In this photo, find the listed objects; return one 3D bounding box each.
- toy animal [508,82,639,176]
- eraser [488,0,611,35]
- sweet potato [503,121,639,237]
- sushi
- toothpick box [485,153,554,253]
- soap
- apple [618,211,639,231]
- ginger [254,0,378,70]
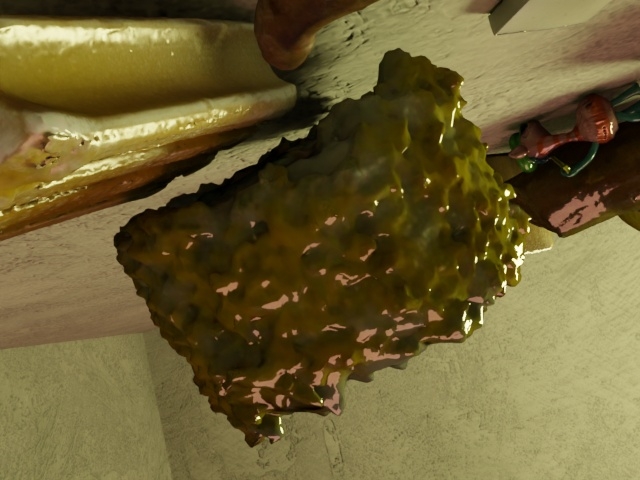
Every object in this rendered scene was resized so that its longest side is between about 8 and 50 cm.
[{"bbox_3d":[0.388,-0.156,1.037,0.208,0.103,0.100,-22,178,27],"label":"toy animal"},{"bbox_3d":[0.220,-0.220,0.577,0.103,0.023,0.150,-12,172,-16],"label":"eraser"},{"bbox_3d":[0.459,-0.105,1.106,0.157,0.158,0.369,-5,163,-47],"label":"sweet potato"},{"bbox_3d":[0.000,0.000,0.681,0.351,0.240,0.396,-32,-172,-13],"label":"sushi"},{"bbox_3d":[0.276,-0.041,1.389,0.187,0.190,0.308,-10,176,-28],"label":"toothpick box"},{"bbox_3d":[-0.149,-0.071,0.449,0.173,0.089,0.274,-25,-175,27],"label":"soap"},{"bbox_3d":[0.617,-0.118,1.217,0.226,0.246,0.246,-5,171,-6],"label":"apple"},{"bbox_3d":[0.100,-0.194,0.383,0.332,0.080,0.166,-9,158,14],"label":"ginger"}]
